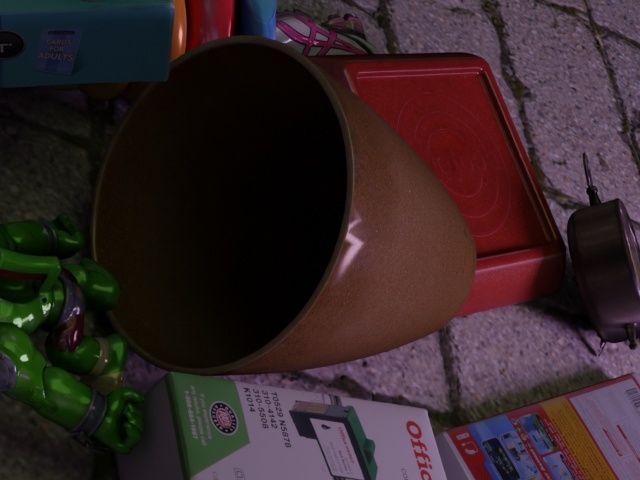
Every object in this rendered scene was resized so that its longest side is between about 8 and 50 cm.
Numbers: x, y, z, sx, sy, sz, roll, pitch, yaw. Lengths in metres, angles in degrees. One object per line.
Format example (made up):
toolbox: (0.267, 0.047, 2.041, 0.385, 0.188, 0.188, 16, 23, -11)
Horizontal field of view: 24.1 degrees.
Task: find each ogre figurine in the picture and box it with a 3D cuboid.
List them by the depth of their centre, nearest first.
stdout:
ogre figurine: (-0.187, 0.047, 0.983, 0.118, 0.097, 0.197, 23, 52, -42)

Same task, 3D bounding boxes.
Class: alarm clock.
alarm clock: (0.265, 0.011, 1.397, 0.129, 0.064, 0.192, 14, 64, -71)

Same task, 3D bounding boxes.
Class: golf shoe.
golf shoe: (-0.008, -0.161, 1.359, 0.186, 0.067, 0.086, -9, 62, -46)

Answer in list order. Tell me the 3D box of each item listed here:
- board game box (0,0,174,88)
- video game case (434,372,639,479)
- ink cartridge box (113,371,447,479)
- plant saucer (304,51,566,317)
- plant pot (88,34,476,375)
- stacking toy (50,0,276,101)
board game box: (-0.289, -0.220, 1.050, 0.336, 0.079, 0.253, -5, 54, -14)
video game case: (0.233, 0.222, 1.244, 0.285, 0.025, 0.204, -8, 61, -46)
ink cartridge box: (-0.015, 0.186, 1.001, 0.219, 0.092, 0.160, 11, 48, -34)
plant saucer: (0.110, -0.062, 1.344, 0.258, 0.048, 0.259, -9, 74, -46)
plant pot: (0.000, 0.000, 1.116, 0.254, 0.237, 0.237, 19, 41, -51)
stacking toy: (-0.199, -0.174, 1.162, 0.302, 0.166, 0.175, -7, 68, -28)
